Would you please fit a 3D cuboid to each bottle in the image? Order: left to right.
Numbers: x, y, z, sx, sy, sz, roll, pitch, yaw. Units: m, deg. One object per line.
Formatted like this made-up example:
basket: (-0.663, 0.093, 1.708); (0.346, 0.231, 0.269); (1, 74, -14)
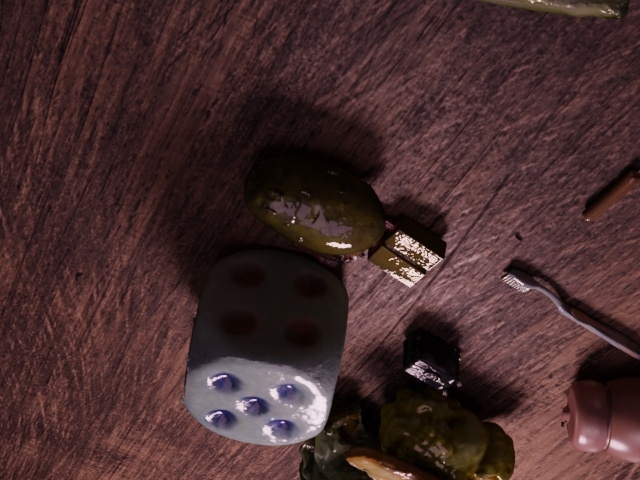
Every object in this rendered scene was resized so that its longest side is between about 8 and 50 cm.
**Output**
bottle: (0.634, 0.357, 1.694); (0.297, 0.173, 0.206); (1, 168, 6)

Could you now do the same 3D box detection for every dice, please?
dice: (-0.097, 0.194, 1.563); (0.263, 0.268, 0.264); (10, 134, -3)

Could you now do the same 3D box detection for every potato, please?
potato: (-0.005, -0.057, 1.405); (0.251, 0.113, 0.149); (15, 109, -10)

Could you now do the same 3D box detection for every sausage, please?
sausage: (0.471, -0.073, 1.387); (0.026, 0.026, 0.116); (25, 132, -16)

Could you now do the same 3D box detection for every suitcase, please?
suitcase: (0.218, 0.239, 1.687); (0.126, 0.086, 0.059); (31, 129, -21)

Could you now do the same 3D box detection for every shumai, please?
shumai: (0.070, 0.457, 1.893); (0.225, 0.221, 0.261); (8, 173, 20)

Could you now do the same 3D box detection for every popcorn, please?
popcorn: (0.249, 0.431, 1.818); (0.286, 0.173, 0.225); (29, 143, -15)

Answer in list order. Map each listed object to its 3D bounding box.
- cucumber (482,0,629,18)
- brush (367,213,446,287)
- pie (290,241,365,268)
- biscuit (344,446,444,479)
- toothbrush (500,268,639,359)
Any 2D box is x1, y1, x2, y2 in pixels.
cucumber: (0.232, -0.360, 1.092); (0.326, 0.105, 0.145); (10, 108, -2)
brush: (0.097, -0.015, 1.487); (0.233, 0.047, 0.103); (33, 129, -15)
pie: (0.000, 0.000, 1.521); (0.170, 0.034, 0.092); (32, 126, -23)
biscuit: (0.195, 0.499, 1.750); (0.299, 0.045, 0.154); (39, 147, -24)
toothbrush: (0.486, 0.145, 1.597); (0.375, 0.028, 0.037); (29, 137, -19)
